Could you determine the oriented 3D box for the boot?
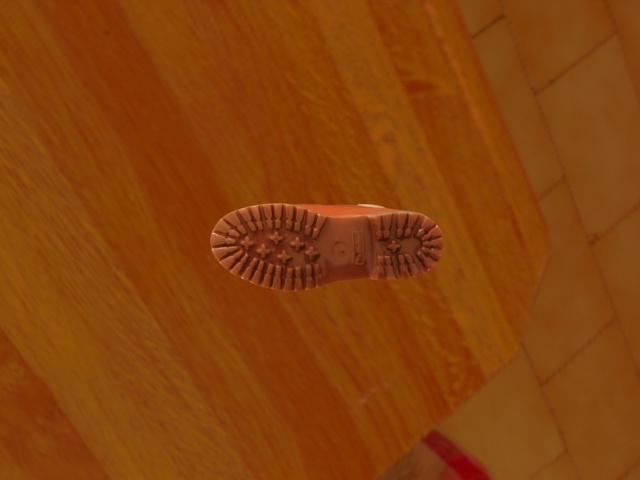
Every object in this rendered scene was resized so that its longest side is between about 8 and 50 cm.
[{"bbox_3d":[0.000,0.000,0.757,0.157,0.084,0.059,2,100,-9],"label":"boot"}]
